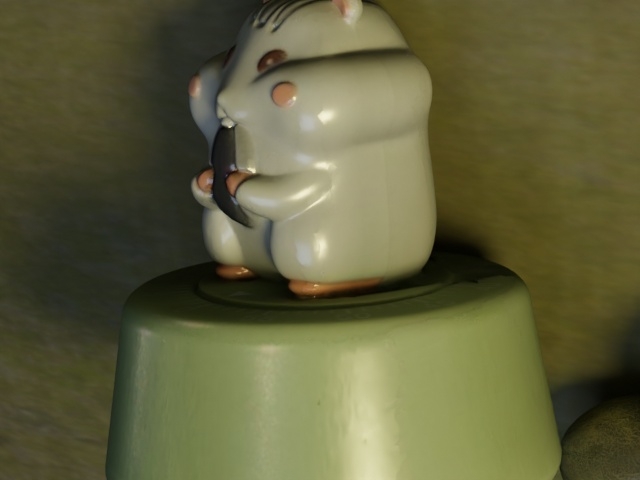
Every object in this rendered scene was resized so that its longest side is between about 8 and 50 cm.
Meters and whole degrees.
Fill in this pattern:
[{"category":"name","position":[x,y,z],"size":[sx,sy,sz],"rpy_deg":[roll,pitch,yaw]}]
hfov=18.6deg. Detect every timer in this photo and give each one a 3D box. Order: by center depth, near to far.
[{"category":"timer","position":[0.000,0.000,1.221],"size":[0.291,0.291,0.315],"rpy_deg":[3,103,30]}]

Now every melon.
[{"category":"melon","position":[0.220,0.149,1.282],"size":[0.131,0.098,0.098],"rpy_deg":[0,125,27]}]
